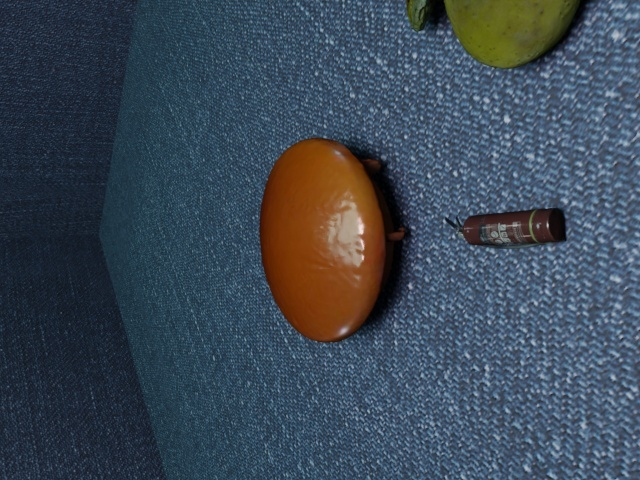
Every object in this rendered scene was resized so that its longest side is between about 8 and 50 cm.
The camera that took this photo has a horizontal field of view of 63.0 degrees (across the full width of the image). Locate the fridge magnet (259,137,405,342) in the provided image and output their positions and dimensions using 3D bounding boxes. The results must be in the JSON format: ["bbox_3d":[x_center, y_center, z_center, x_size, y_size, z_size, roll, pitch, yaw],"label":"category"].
[{"bbox_3d":[0.000,0.000,0.938,0.363,0.155,0.364,9,101,55],"label":"fridge magnet"}]

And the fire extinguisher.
[{"bbox_3d":[0.240,-0.015,0.689,0.064,0.043,0.158,49,153,-22],"label":"fire extinguisher"}]

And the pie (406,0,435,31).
[{"bbox_3d":[0.149,-0.387,0.718,0.187,0.041,0.187,7,-90,-90],"label":"pie"}]

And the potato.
[{"bbox_3d":[0.226,-0.328,0.600,0.169,0.143,0.248,21,120,43],"label":"potato"}]
